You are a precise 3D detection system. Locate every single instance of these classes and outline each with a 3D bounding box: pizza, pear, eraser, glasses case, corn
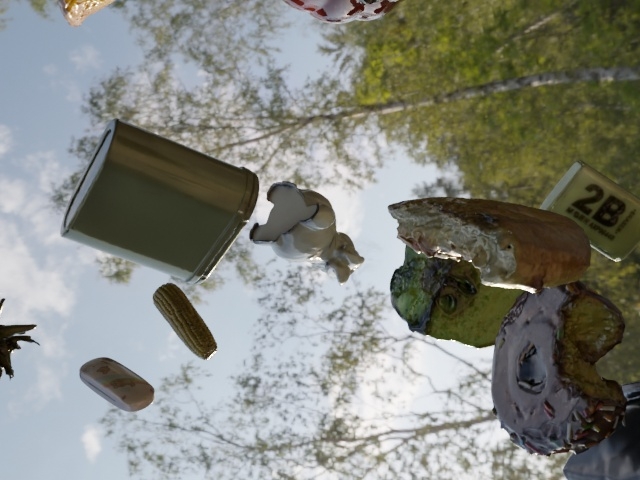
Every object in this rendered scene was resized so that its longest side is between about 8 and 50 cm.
[{"bbox_3d":[0.127,-0.001,0.471,0.182,0.161,0.062,-20,-54,-65],"label":"pizza"},{"bbox_3d":[0.294,0.075,1.163,0.256,0.164,0.238,17,-79,-25],"label":"pear"},{"bbox_3d":[0.507,-0.052,1.090,0.172,0.117,0.058,33,-161,-1],"label":"eraser"},{"bbox_3d":[-0.183,0.128,0.538,0.032,0.083,0.021,-27,-51,-46],"label":"glasses case"},{"bbox_3d":[-0.339,0.200,1.510,0.231,0.080,0.080,46,-152,23],"label":"corn"}]

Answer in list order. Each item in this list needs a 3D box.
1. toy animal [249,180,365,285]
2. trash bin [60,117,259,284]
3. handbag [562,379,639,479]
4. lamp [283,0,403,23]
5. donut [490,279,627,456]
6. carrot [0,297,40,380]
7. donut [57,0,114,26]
[{"bbox_3d":[0.000,0.000,1.575,0.357,0.258,0.193,35,-99,-43],"label":"toy animal"},{"bbox_3d":[-0.261,-0.057,0.982,0.248,0.243,0.121,22,-148,-31],"label":"trash bin"},{"bbox_3d":[0.484,0.239,0.750,0.275,0.302,0.178,-40,-98,-21],"label":"handbag"},{"bbox_3d":[0.028,-0.355,0.653,0.227,0.227,0.226,10,-102,-54],"label":"lamp"},{"bbox_3d":[0.311,0.169,0.783,0.096,0.216,0.230,12,-130,-11],"label":"donut"},{"bbox_3d":[-0.579,0.181,0.828,0.214,0.193,0.331,45,-157,21],"label":"carrot"},{"bbox_3d":[-0.440,-0.528,1.022,0.303,0.110,0.302,160,90,-84],"label":"donut"}]
